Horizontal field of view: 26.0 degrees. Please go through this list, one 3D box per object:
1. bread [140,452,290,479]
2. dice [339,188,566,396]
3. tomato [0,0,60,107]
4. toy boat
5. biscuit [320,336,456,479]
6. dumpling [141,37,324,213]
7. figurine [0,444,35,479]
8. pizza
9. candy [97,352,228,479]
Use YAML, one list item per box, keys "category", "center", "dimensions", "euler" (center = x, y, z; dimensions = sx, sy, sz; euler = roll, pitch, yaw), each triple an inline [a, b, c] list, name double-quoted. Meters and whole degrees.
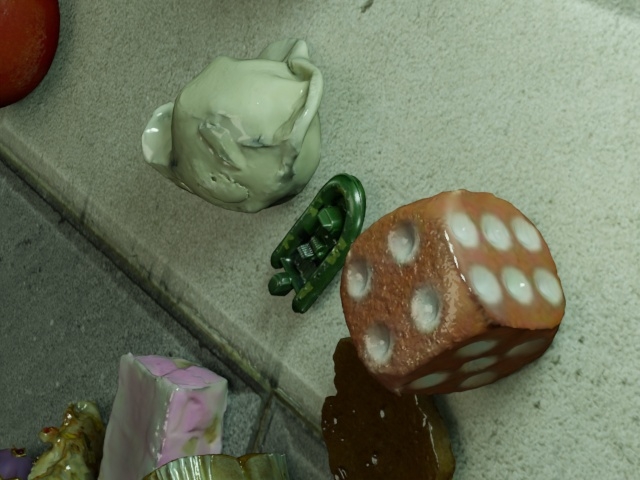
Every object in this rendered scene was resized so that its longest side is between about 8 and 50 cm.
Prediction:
- category: "bread"
  center: [-0.157, 0.352, 1.800]
  dimensions: [0.210, 0.192, 0.110]
  euler: [-47, 52, 39]
- category: "dice"
  center: [0.138, 0.054, 1.465]
  dimensions: [0.179, 0.175, 0.174]
  euler: [-43, 55, 42]
- category: "tomato"
  center: [-0.601, -0.357, 2.337]
  dimensions: [0.325, 0.293, 0.290]
  euler: [-12, 93, 45]
- category: "toy boat"
  center: [0.000, 0.000, 1.739]
  dimensions: [0.210, 0.052, 0.104]
  euler: [-53, 47, 36]
- category: "biscuit"
  center: [0.080, 0.246, 1.630]
  dimensions: [0.208, 0.041, 0.290]
  euler: [-40, 61, 46]
- category: "dumpling"
  center: [-0.079, -0.157, 1.798]
  dimensions: [0.318, 0.187, 0.243]
  euler: [-6, 44, 43]
- category: "figurine"
  center: [-0.545, 0.465, 2.326]
  dimensions: [0.189, 0.142, 0.263]
  euler: [13, 98, 19]
- category: "pizza"
  center: [-0.359, 0.347, 2.090]
  dimensions: [0.071, 0.189, 0.297]
  euler: [-32, 18, 15]
- category: "candy"
  center: [-0.223, 0.300, 1.952]
  dimensions: [0.155, 0.116, 0.265]
  euler: [25, 105, 52]
